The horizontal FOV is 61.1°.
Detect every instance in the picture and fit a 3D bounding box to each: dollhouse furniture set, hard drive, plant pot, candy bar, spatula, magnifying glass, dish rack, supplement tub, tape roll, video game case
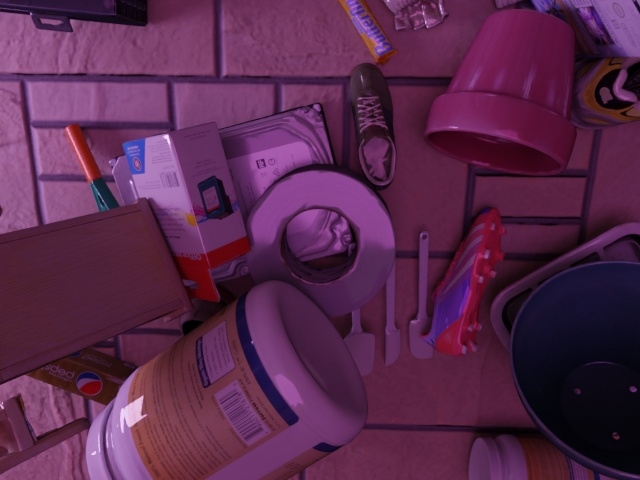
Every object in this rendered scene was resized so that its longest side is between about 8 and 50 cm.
[{"bbox_3d":[-0.411,0.110,0.787,0.394,0.256,0.363,-28,85,44],"label":"dollhouse furniture set"},{"bbox_3d":[-0.133,-0.061,0.860,0.338,0.064,0.237,-13,104,6],"label":"hard drive"},{"bbox_3d":[0.417,0.202,0.759,0.289,0.291,0.195,-17,142,6],"label":"plant pot"},{"bbox_3d":[0.060,-0.334,0.801,0.040,0.018,0.162,-33,101,10],"label":"candy bar"},{"bbox_3d":[0.113,0.108,0.890,0.168,0.019,0.242,-8,112,-11],"label":"spatula"},{"bbox_3d":[-0.345,-0.073,0.862,0.026,0.092,0.231,-28,96,-31],"label":"magnifying glass"},{"bbox_3d":[0.458,0.154,0.898,0.285,0.072,0.333,-32,102,9],"label":"dish rack"},{"bbox_3d":[-0.122,0.223,0.715,0.316,0.228,0.228,-35,102,12],"label":"supplement tub"},{"bbox_3d":[0.263,-0.204,0.752,0.201,0.201,0.181,17,90,-3],"label":"plant pot"},{"bbox_3d":[0.371,0.415,0.934,0.199,0.144,0.145,7,106,-1],"label":"supplement tub"},{"bbox_3d":[0.000,0.000,0.799,0.218,0.072,0.220,1,105,3],"label":"tape roll"},{"bbox_3d":[0.317,-0.343,0.647,0.061,0.244,0.269,-41,109,6],"label":"video game case"}]

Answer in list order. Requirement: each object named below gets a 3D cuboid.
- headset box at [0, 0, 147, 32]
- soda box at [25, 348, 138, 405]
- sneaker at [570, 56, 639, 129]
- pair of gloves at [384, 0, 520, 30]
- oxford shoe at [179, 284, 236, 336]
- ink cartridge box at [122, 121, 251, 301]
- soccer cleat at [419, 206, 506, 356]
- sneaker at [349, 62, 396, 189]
[{"bbox_3d":[-0.369,-0.433,0.727,0.246,0.131,0.284,5,106,0],"label":"headset box"},{"bbox_3d":[-0.422,0.226,0.949,0.181,0.058,0.061,23,104,-4],"label":"soda box"},{"bbox_3d":[0.538,-0.240,0.747,0.384,0.147,0.145,-21,102,6],"label":"sneaker"},{"bbox_3d":[0.188,-0.419,0.762,0.239,0.042,0.204,-13,105,6],"label":"pair of gloves"},{"bbox_3d":[-0.114,0.234,0.905,0.123,0.130,0.348,-42,100,12],"label":"oxford shoe"},{"bbox_3d":[-0.181,-0.038,0.762,0.134,0.078,0.231,3,112,45],"label":"ink cartridge box"},{"bbox_3d":[0.228,0.064,0.876,0.095,0.083,0.248,15,95,39],"label":"soccer cleat"},{"bbox_3d":[0.083,-0.167,0.810,0.064,0.086,0.192,-8,105,4],"label":"sneaker"}]
